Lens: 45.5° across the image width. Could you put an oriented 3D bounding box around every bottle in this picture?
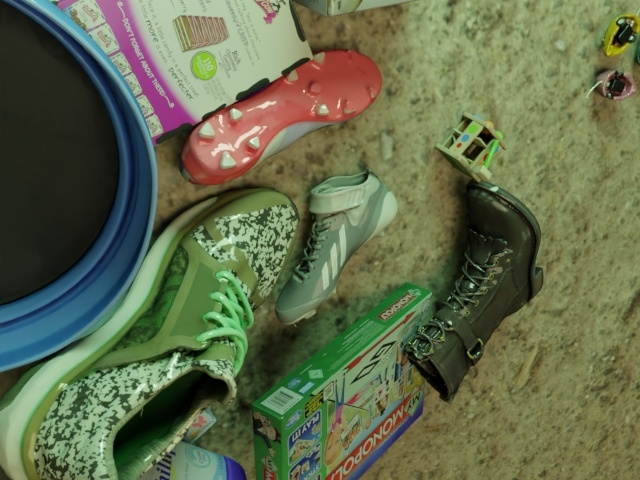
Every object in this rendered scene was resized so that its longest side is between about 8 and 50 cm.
[{"bbox_3d":[-0.218,0.263,0.846,0.283,0.118,0.092,27,119,-23],"label":"bottle"}]

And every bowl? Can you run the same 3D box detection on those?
[{"bbox_3d":[-0.334,-0.052,0.628,0.391,0.077,0.391,-8,125,-11],"label":"bowl"}]

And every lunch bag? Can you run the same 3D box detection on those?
[{"bbox_3d":[-0.181,0.220,0.924,0.083,0.053,0.071,-41,126,4],"label":"lunch bag"}]

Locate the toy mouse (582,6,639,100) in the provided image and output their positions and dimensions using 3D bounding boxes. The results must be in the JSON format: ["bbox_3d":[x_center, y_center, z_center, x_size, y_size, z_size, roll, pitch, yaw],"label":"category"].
[{"bbox_3d":[0.416,-0.239,1.027,0.143,0.031,0.161,31,98,-37],"label":"toy mouse"}]

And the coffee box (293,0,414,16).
[{"bbox_3d":[0.047,-0.375,0.690,0.168,0.119,0.297,-16,122,-20],"label":"coffee box"}]

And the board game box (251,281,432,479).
[{"bbox_3d":[0.037,0.213,0.966,0.317,0.046,0.213,-32,131,-44],"label":"board game box"}]

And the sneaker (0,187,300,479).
[{"bbox_3d":[-0.121,0.109,0.764,0.410,0.182,0.158,-51,133,-28],"label":"sneaker"}]

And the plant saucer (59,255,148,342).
[{"bbox_3d":[-0.215,0.108,0.832,0.195,0.037,0.195,-15,112,-42],"label":"plant saucer"}]

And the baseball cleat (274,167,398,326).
[{"bbox_3d":[0.000,0.000,0.906,0.206,0.072,0.109,-49,122,-10],"label":"baseball cleat"}]

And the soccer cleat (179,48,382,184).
[{"bbox_3d":[-0.042,-0.132,0.808,0.248,0.095,0.083,-34,96,-28],"label":"soccer cleat"}]

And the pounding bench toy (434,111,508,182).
[{"bbox_3d":[0.198,-0.113,0.938,0.065,0.083,0.052,-49,128,3],"label":"pounding bench toy"}]

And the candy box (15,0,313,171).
[{"bbox_3d":[-0.141,-0.193,0.712,0.233,0.071,0.159,-30,127,-11],"label":"candy box"}]

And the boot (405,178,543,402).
[{"bbox_3d":[0.194,0.075,1.003,0.229,0.091,0.263,-45,132,-19],"label":"boot"}]
